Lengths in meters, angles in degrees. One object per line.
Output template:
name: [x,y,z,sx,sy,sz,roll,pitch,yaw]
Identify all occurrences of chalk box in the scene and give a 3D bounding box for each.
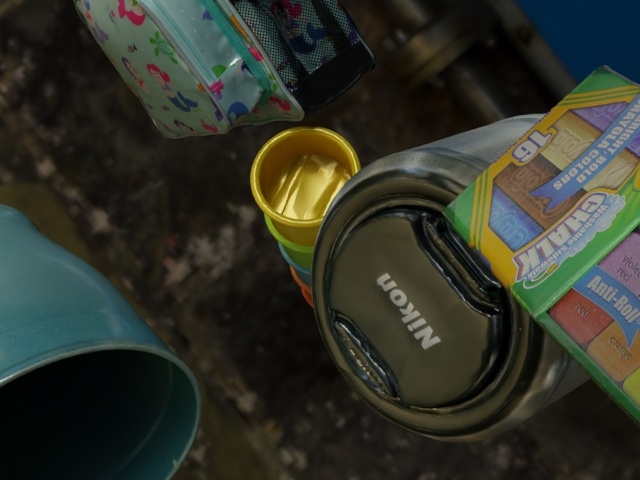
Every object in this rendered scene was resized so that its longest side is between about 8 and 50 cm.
chalk box: [0.178,0.016,0.732,0.132,0.132,0.213,45,7,-21]

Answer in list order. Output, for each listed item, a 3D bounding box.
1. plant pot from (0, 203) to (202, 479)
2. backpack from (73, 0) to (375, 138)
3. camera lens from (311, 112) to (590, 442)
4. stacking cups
plant pot: [-0.284,0.111,1.233,0.255,0.271,0.272,50,-4,36]
backpack: [-0.100,-0.217,1.214,0.225,0.191,0.253,5,-54,62]
camera lens: [0.143,0.020,1.086,0.219,0.219,0.274,49,37,17]
stacking cups: [0.000,0.000,1.305,0.096,0.096,0.316,49,-10,19]
